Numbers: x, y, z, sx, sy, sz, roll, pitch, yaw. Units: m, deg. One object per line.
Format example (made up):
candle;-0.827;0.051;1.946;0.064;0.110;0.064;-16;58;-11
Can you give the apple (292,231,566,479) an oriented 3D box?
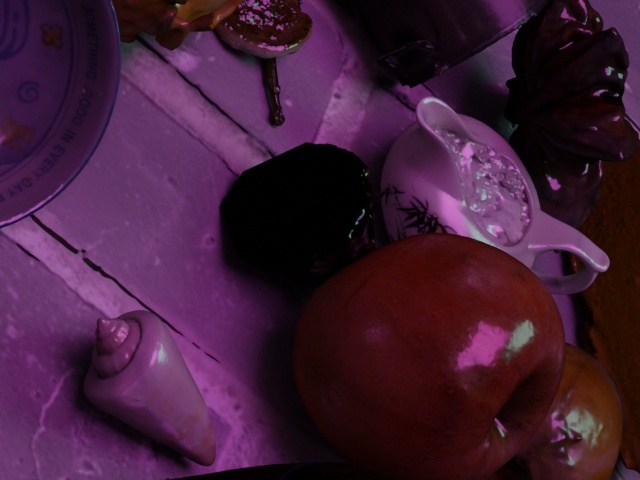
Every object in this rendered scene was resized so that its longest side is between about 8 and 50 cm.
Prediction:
apple;0.099;0.109;1.585;0.253;0.253;0.254;21;58;-38

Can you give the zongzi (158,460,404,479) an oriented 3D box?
zongzi;0.097;0.281;1.382;0.403;0.432;0.208;15;67;-43

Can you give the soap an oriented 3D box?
soap;0.370;0.066;1.953;0.339;0.169;0.304;55;33;-11

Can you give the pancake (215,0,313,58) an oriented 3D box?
pancake;-0.068;-0.244;1.742;0.129;0.022;0.116;45;53;-1

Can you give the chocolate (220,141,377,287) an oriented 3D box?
chocolate;0.000;0.000;1.659;0.133;0.156;0.156;61;33;-48

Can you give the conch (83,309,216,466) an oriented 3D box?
conch;-0.141;0.124;1.463;0.176;0.104;0.094;36;78;-34

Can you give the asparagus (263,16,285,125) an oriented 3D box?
asparagus;-0.051;-0.179;1.748;0.018;0.015;0.127;11;64;-42

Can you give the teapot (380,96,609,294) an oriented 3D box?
teapot;0.177;-0.032;1.816;0.299;0.166;0.208;30;40;-20

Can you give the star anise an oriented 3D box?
star anise;0.280;-0.141;1.889;0.108;0.315;0.315;-5;74;-16

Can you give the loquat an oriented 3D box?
loquat;0.230;0.196;1.746;0.179;0.179;0.227;59;36;-7

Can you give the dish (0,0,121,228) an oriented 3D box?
dish;-0.315;-0.150;1.388;0.273;0.134;0.273;-12;112;-33

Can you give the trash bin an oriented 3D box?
trash bin;0.103;-0.347;1.840;0.252;0.203;0.302;-36;99;-37

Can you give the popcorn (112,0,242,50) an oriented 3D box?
popcorn;-0.128;-0.298;1.579;0.190;0.250;0.250;28;44;11
